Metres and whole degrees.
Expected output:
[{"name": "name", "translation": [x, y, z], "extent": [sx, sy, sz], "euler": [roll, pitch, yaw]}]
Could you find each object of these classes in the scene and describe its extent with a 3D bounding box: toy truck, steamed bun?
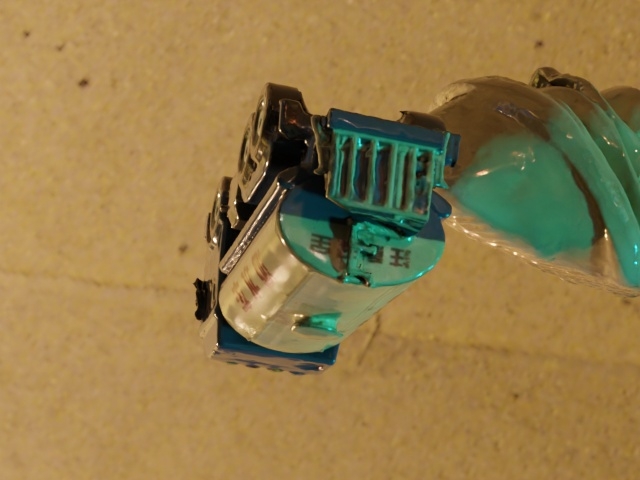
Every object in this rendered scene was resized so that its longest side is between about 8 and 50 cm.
[{"name": "toy truck", "translation": [0.000, 0.000, 0.600], "extent": [0.074, 0.088, 0.202], "euler": [9, 162, -12]}, {"name": "steamed bun", "translation": [0.249, -0.082, 1.625], "extent": [0.324, 0.219, 0.310], "euler": [26, 180, -1]}]
